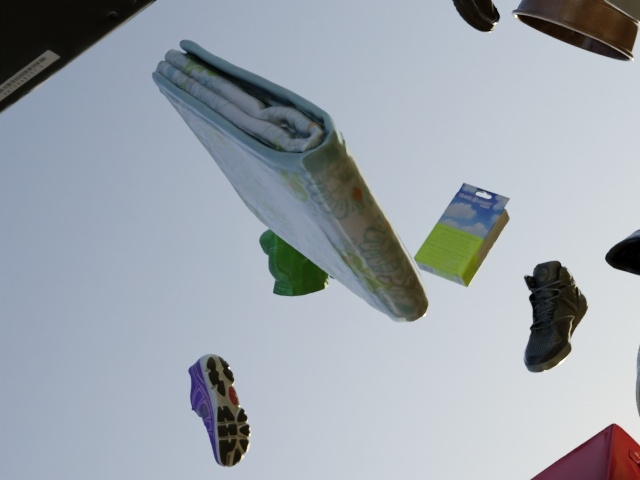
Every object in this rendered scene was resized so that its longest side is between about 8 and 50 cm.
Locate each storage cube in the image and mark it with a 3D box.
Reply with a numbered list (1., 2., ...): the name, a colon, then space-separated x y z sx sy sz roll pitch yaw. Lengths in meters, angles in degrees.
1. storage cube: 0.393 0.410 1.894 0.215 0.184 0.193 -43 9 30

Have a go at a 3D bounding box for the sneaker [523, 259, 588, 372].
1. sneaker: 0.376 0.120 2.291 0.130 0.087 0.227 60 -140 -21

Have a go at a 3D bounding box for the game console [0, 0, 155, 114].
1. game console: -0.399 -0.233 1.334 0.342 0.387 0.060 28 -139 -48

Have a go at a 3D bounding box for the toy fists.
1. toy fists: 0.000 0.000 2.316 0.279 0.096 0.142 -14 -74 -51

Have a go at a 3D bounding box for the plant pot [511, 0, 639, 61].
1. plant pot: 0.351 -0.333 1.736 0.167 0.167 0.165 15 -82 -60

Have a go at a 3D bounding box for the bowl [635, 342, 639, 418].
1. bowl: 0.550 0.153 1.852 0.134 0.298 0.297 -104 16 -63

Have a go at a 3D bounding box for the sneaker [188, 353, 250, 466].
1. sneaker: -0.154 0.254 2.018 0.068 0.071 0.169 7 -118 -45

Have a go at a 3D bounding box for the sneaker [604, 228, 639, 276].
1. sneaker: 0.547 0.032 2.032 0.106 0.267 0.101 -6 -85 -42

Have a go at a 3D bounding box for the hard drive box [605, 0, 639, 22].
1. hard drive box: 0.305 -0.377 1.460 0.089 0.232 0.181 16 -61 -51

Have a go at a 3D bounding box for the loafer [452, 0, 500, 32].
1. loafer: 0.264 -0.468 2.416 0.220 0.078 0.080 57 -145 -19

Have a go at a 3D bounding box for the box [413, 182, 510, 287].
1. box: 0.259 -0.011 2.464 0.178 0.109 0.042 -56 -36 -18

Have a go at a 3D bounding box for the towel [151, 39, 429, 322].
1. towel: -0.035 -0.082 1.721 0.090 0.374 0.320 -44 -47 -8
